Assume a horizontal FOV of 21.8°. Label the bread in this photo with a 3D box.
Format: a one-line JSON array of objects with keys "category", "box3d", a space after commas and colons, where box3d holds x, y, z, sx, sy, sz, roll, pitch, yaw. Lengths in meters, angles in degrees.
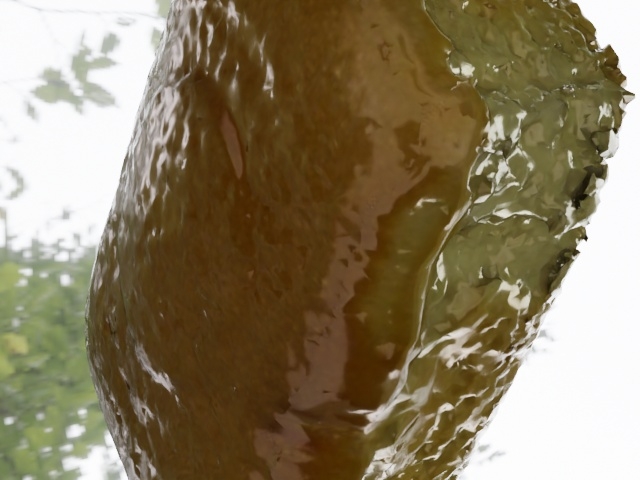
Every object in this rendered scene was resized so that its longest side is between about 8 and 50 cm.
[{"category": "bread", "box3d": [0.000, 0.000, 0.555, 0.245, 0.121, 0.174, -64, -148, 35]}]
